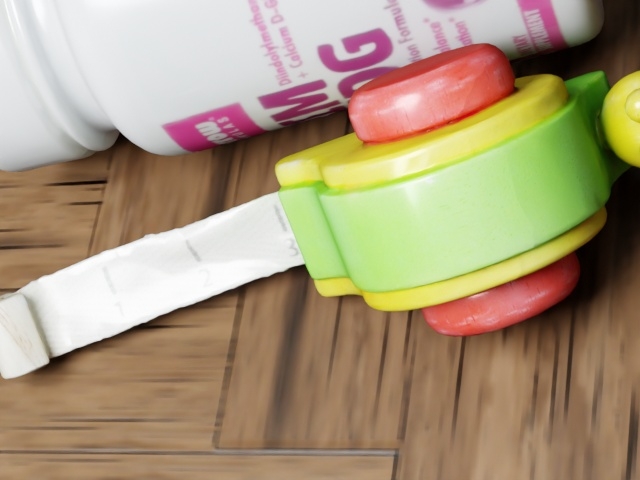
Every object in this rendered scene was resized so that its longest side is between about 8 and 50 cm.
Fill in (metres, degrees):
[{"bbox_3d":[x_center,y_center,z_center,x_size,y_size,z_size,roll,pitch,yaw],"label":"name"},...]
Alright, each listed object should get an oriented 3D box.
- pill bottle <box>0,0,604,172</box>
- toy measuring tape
[{"bbox_3d":[-0.028,-0.130,0.813,0.283,0.160,0.160,-15,56,12],"label":"pill bottle"},{"bbox_3d":[0.000,0.000,0.748,0.330,0.121,0.121,-19,55,9],"label":"toy measuring tape"}]
